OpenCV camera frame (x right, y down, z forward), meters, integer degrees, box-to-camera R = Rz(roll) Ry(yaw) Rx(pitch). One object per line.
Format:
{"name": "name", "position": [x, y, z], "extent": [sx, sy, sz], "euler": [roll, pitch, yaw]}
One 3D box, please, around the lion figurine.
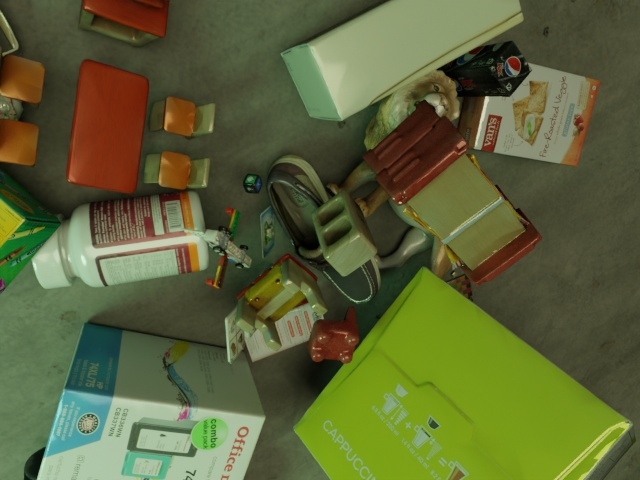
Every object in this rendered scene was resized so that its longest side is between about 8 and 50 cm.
{"name": "lion figurine", "position": [0.168, -0.072, 0.843], "extent": [0.240, 0.142, 0.392], "euler": [-40, 128, -12]}

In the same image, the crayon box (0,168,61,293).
{"name": "crayon box", "position": [-0.482, -0.052, 0.592], "extent": [0.278, 0.081, 0.165], "euler": [41, 90, 1]}

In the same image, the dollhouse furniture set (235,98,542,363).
{"name": "dollhouse furniture set", "position": [0.080, 0.015, 0.696], "extent": [0.374, 0.152, 0.201], "euler": [-40, 120, 15]}

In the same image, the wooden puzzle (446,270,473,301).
{"name": "wooden puzzle", "position": [0.273, 0.096, 0.977], "extent": [0.049, 0.006, 0.083], "euler": [-20, 111, -12]}

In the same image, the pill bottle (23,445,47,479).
{"name": "pill bottle", "position": [-0.416, 0.444, 0.790], "extent": [0.122, 0.123, 0.219], "euler": [2, 104, -19]}

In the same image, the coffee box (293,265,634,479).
{"name": "coffee box", "position": [0.232, 0.308, 0.788], "extent": [0.338, 0.337, 0.334], "euler": [-51, 141, 2]}

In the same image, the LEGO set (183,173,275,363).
{"name": "LEGO set", "position": [-0.122, 0.030, 0.743], "extent": [0.060, 0.182, 0.244], "euler": [7, 115, 16]}

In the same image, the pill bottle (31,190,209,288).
{"name": "pill bottle", "position": [-0.278, 0.000, 0.708], "extent": [0.221, 0.121, 0.121], "euler": [-9, 108, -15]}

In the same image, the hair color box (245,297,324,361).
{"name": "hair color box", "position": [-0.065, 0.148, 0.862], "extent": [0.141, 0.043, 0.072], "euler": [-18, 110, -11]}

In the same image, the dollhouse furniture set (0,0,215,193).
{"name": "dollhouse furniture set", "position": [-0.255, -0.191, 0.613], "extent": [0.262, 0.135, 0.259], "euler": [6, 89, -38]}

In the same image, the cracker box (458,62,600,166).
{"name": "cracker box", "position": [0.368, -0.226, 0.883], "extent": [0.232, 0.067, 0.156], "euler": [5, 103, -19]}

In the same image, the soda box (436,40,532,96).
{"name": "soda box", "position": [0.244, -0.264, 0.776], "extent": [0.060, 0.169, 0.053], "euler": [43, 89, -24]}

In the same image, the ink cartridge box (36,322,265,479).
{"name": "ink cartridge box", "position": [-0.253, 0.276, 0.753], "extent": [0.270, 0.197, 0.198], "euler": [16, 100, -22]}

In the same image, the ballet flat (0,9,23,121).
{"name": "ballet flat", "position": [-0.416, -0.222, 0.623], "extent": [0.077, 0.091, 0.241], "euler": [-22, 117, -35]}

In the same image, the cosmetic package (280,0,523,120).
{"name": "cosmetic package", "position": [0.114, -0.299, 0.730], "extent": [0.309, 0.160, 0.113], "euler": [-31, 113, -7]}

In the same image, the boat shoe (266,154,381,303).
{"name": "boat shoe", "position": [0.000, 0.000, 0.797], "extent": [0.102, 0.092, 0.285], "euler": [-21, 112, 28]}
